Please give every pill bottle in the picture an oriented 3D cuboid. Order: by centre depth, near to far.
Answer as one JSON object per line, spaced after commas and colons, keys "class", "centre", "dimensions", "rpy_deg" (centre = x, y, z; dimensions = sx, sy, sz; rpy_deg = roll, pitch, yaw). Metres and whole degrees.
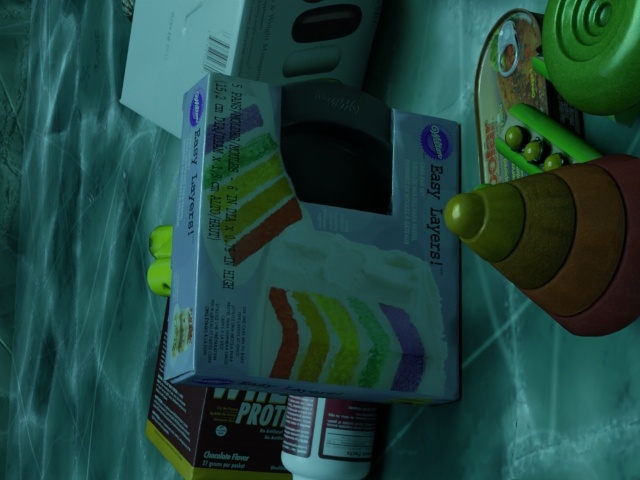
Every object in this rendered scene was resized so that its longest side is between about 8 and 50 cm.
{"class": "pill bottle", "centre": [0.009, 0.173, 1.322], "dimensions": [0.086, 0.086, 0.152], "rpy_deg": [-177, 95, -68]}

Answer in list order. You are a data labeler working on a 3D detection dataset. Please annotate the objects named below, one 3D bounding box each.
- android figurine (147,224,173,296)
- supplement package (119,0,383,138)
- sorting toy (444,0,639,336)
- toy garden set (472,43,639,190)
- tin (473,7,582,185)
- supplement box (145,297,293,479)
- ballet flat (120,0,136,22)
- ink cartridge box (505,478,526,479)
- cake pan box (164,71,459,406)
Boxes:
{"class": "android figurine", "centre": [-0.068, -0.029, 1.462], "dimensions": [0.248, 0.056, 0.273], "rpy_deg": [-48, 24, -26]}
{"class": "supplement package", "centre": [-0.064, -0.210, 1.405], "dimensions": [0.149, 0.203, 0.194], "rpy_deg": [32, 122, 33]}
{"class": "sorting toy", "centre": [0.144, -0.128, 0.888], "dimensions": [0.127, 0.126, 0.365], "rpy_deg": [-7, 74, 59]}
{"class": "toy garden set", "centre": [0.186, -0.072, 0.966], "dimensions": [0.204, 0.049, 0.244], "rpy_deg": [47, 120, 53]}
{"class": "tin", "centre": [0.162, -0.090, 1.110], "dimensions": [0.106, 0.040, 0.190], "rpy_deg": [-35, 52, 56]}
{"class": "supplement box", "centre": [-0.089, 0.145, 1.514], "dimensions": [0.191, 0.129, 0.194], "rpy_deg": [-158, 77, -67]}
{"class": "ballet flat", "centre": [-0.123, -0.361, 1.770], "dimensions": [0.483, 0.164, 0.182], "rpy_deg": [-49, 59, 50]}
{"class": "ink cartridge box", "centre": [0.127, 0.240, 1.043], "dimensions": [0.150, 0.063, 0.109], "rpy_deg": [147, 127, -62]}
{"class": "cake pan box", "centre": [0.000, 0.000, 1.197], "dimensions": [0.070, 0.245, 0.267], "rpy_deg": [-26, 57, 59]}
